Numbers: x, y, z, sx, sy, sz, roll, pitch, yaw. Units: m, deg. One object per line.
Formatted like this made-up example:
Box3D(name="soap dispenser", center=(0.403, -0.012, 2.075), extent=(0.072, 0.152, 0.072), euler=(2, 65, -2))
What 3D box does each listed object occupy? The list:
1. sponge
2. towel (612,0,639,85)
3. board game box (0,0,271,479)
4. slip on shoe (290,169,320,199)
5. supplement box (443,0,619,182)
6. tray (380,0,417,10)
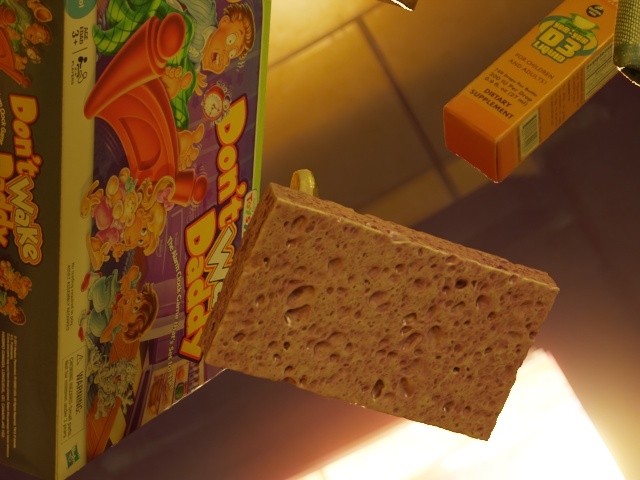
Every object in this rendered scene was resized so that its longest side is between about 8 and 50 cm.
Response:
Box3D(name="sponge", center=(0.039, 0.048, 1.129), extent=(0.210, 0.031, 0.117), euler=(18, 107, -23))
Box3D(name="towel", center=(0.218, -0.160, 0.773), extent=(0.209, 0.285, 0.034), euler=(27, 157, -34))
Box3D(name="board game box", center=(-0.129, -0.048, 1.173), extent=(0.233, 0.078, 0.347), euler=(-33, 133, -54))
Box3D(name="slip on shoe", center=(0.000, 0.000, 1.500), extent=(0.041, 0.051, 0.135), euler=(-9, 118, -7))
Box3D(name="supplement box", center=(0.231, -0.168, 1.849), extent=(0.233, 0.078, 0.080), euler=(-41, 150, -21))
Box3D(name="tray", center=(0.008, -0.337, 1.421), extent=(0.411, 0.076, 0.203), euler=(20, 90, -65))
